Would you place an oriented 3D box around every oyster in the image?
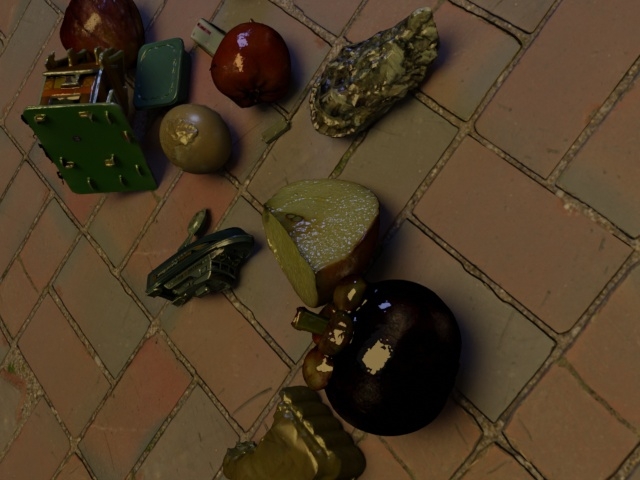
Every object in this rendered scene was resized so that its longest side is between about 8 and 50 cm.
[{"bbox_3d":[0.112,-0.346,1.554,0.162,0.158,0.351,49,127,-3],"label":"oyster"}]

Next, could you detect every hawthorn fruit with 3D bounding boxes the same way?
[{"bbox_3d":[-0.152,-0.407,1.726,0.185,0.185,0.202,-10,70,33],"label":"hawthorn fruit"}]

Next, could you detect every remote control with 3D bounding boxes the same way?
[{"bbox_3d":[-0.268,-0.501,1.918,0.166,0.029,0.065,41,105,34],"label":"remote control"}]

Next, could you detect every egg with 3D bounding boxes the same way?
[{"bbox_3d":[-0.295,-0.239,1.798,0.201,0.164,0.164,40,103,39],"label":"egg"}]

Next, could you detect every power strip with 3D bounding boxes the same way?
[{"bbox_3d":[-0.100,-0.250,1.750,0.083,0.017,0.027,-31,64,27],"label":"power strip"}]

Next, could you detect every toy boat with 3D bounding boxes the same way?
[{"bbox_3d":[-0.262,0.061,1.736,0.296,0.114,0.122,-30,57,27],"label":"toy boat"}]

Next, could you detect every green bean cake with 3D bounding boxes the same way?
[{"bbox_3d":[-0.066,0.430,1.509,0.236,0.124,0.233,-52,56,15],"label":"green bean cake"}]

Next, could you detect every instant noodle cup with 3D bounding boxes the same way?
[{"bbox_3d":[-0.397,-0.417,1.967,0.157,0.070,0.179,-2,78,34],"label":"instant noodle cup"}]

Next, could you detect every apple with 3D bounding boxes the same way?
[{"bbox_3d":[0.000,0.000,1.507,0.254,0.179,0.346,-64,30,14],"label":"apple"}]

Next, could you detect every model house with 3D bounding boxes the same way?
[{"bbox_3d":[-0.534,-0.322,1.918,0.242,0.358,0.313,-1,57,8],"label":"model house"}]

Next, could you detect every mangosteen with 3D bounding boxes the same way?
[{"bbox_3d":[0.091,0.189,1.347,0.302,0.275,0.275,22,94,-4],"label":"mangosteen"}]

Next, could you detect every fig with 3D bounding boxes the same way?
[{"bbox_3d":[-0.574,-0.563,2.041,0.224,0.224,0.263,-55,48,13],"label":"fig"}]

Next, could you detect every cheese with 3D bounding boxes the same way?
[{"bbox_3d":[-0.299,-0.026,1.818,0.067,0.026,0.121,-10,52,61],"label":"cheese"}]
